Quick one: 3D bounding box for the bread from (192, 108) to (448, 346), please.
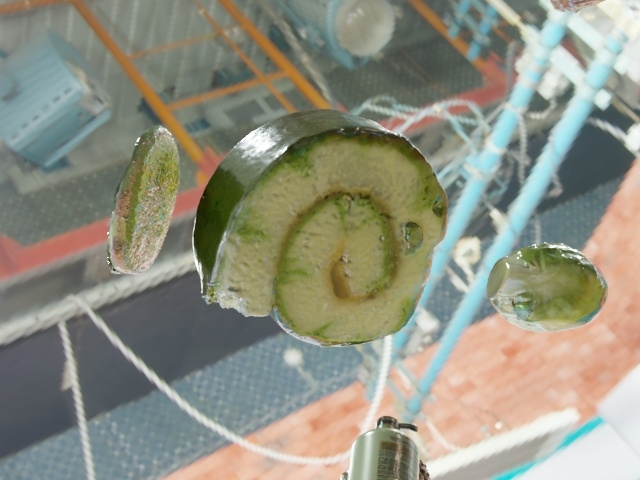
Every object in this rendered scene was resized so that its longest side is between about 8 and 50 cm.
[{"bbox_3d":[0.000,0.000,1.652,0.382,0.129,0.366,-25,-57,-16],"label":"bread"}]

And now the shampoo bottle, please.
[{"bbox_3d":[0.070,0.259,1.273,0.079,0.162,0.079,3,-53,4],"label":"shampoo bottle"}]

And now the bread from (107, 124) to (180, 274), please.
[{"bbox_3d":[-0.245,-0.050,1.627,0.228,0.033,0.228,13,-90,-82],"label":"bread"}]

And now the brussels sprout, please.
[{"bbox_3d":[0.292,0.060,1.476,0.155,0.155,0.117,35,-112,-63],"label":"brussels sprout"}]

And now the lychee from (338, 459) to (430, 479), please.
[{"bbox_3d":[0.107,0.484,2.085,0.200,0.200,0.238,-8,-38,-48],"label":"lychee"}]

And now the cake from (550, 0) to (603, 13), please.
[{"bbox_3d":[0.531,-0.566,2.215,0.196,0.199,0.293,-10,33,38],"label":"cake"}]
